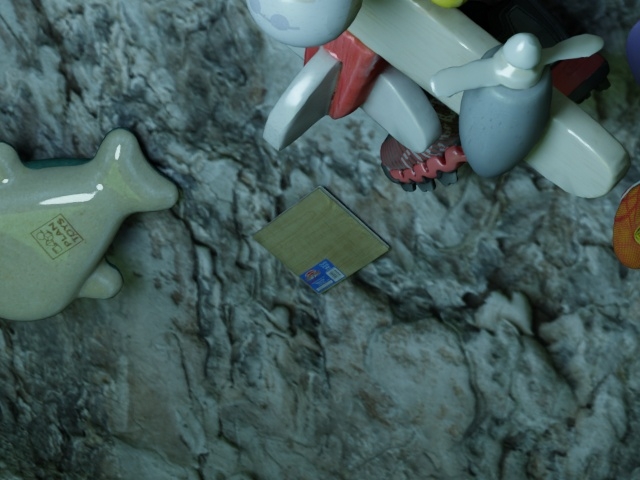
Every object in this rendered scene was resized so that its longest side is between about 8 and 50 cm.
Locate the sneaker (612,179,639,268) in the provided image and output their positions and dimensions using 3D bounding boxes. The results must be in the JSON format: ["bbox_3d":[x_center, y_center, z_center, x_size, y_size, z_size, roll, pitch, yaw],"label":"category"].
[{"bbox_3d":[0.298,-0.026,1.627,0.064,0.067,0.175,27,142,3],"label":"sneaker"}]

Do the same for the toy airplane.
[{"bbox_3d":[0.028,-0.204,1.397,0.386,0.272,0.384,-1,113,38],"label":"toy airplane"}]

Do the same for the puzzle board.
[{"bbox_3d":[0.000,0.000,1.885,0.096,0.011,0.128,41,140,-13],"label":"puzzle board"}]

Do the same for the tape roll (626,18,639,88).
[{"bbox_3d":[0.336,-0.131,1.429,0.189,0.080,0.189,37,163,14],"label":"tape roll"}]

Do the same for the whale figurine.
[{"bbox_3d":[-0.278,-0.033,1.959,0.272,0.141,0.216,-31,113,21],"label":"whale figurine"}]

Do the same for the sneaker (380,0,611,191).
[{"bbox_3d":[0.127,-0.134,1.605,0.135,0.097,0.276,53,145,-5],"label":"sneaker"}]
